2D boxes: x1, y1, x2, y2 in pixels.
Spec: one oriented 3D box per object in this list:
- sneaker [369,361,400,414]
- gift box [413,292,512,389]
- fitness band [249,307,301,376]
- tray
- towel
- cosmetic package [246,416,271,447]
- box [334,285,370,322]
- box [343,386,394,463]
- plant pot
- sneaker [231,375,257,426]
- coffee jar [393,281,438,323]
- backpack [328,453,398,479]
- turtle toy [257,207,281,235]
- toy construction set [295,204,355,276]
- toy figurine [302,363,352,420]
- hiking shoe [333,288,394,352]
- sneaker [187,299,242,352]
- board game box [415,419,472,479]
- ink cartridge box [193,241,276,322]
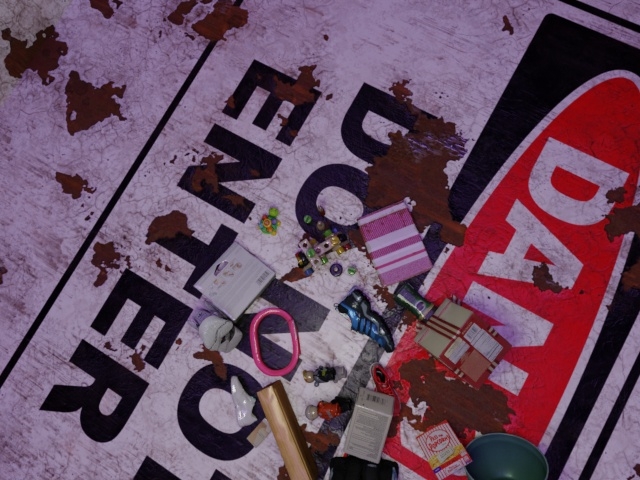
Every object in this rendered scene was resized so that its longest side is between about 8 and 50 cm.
[{"bbox_3d":[0.260,0.610,1.822,0.086,0.128,0.221,-28,79,1],"label":"sneaker"},{"bbox_3d":[0.536,0.375,1.759,0.276,0.258,0.255,44,86,-10],"label":"gift box"},{"bbox_3d":[-0.197,0.437,1.942,0.208,0.054,0.291,-12,78,7],"label":"fitness band"},{"bbox_3d":[-0.125,0.775,1.796,0.076,0.203,0.411,-24,79,0],"label":"tray"},{"bbox_3d":[0.321,0.014,1.966,0.236,0.037,0.329,-21,77,4],"label":"towel"},{"bbox_3d":[-0.249,0.805,1.887,0.060,0.041,0.115,40,86,10],"label":"cosmetic package"},{"bbox_3d":[0.139,0.275,1.943,0.094,0.027,0.137,38,86,10],"label":"box"},{"bbox_3d":[0.192,0.725,1.768,0.148,0.127,0.233,15,108,9],"label":"box"},{"bbox_3d":[0.689,0.901,1.672,0.292,0.293,0.197,-9,107,4],"label":"plant pot"},{"bbox_3d":[-0.324,0.674,1.909,0.094,0.080,0.213,-14,86,-8],"label":"sneaker"},{"bbox_3d":[0.403,0.268,1.890,0.184,0.079,0.096,41,87,11],"label":"coffee jar"},{"bbox_3d":[0.154,0.975,1.658,0.289,0.355,0.274,1,81,5],"label":"backpack"},{"bbox_3d":[-0.229,-0.087,2.023,0.095,0.066,0.130,23,84,9],"label":"turtle toy"},{"bbox_3d":[0.000,0.000,1.898,0.257,0.237,0.309,-8,79,5],"label":"toy construction set"},{"bbox_3d":[0.021,0.610,1.811,0.148,0.213,0.210,-14,75,20],"label":"toy figurine"},{"bbox_3d":[0.194,0.354,1.882,0.132,0.113,0.304,-36,88,11],"label":"hiking shoe"},{"bbox_3d":[-0.459,0.343,1.833,0.210,0.366,0.137,34,76,17],"label":"sneaker"},{"bbox_3d":[0.473,0.807,1.737,0.146,0.193,0.045,-31,110,0],"label":"board game box"},{"bbox_3d":[-0.373,0.180,1.966,0.238,0.060,0.275,37,71,12],"label":"ink cartridge box"}]
